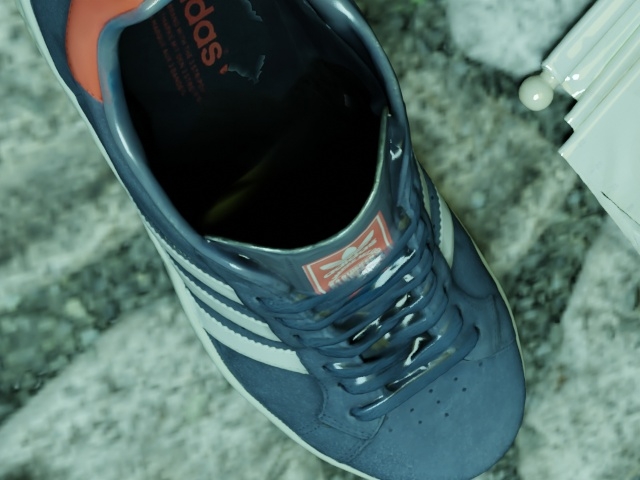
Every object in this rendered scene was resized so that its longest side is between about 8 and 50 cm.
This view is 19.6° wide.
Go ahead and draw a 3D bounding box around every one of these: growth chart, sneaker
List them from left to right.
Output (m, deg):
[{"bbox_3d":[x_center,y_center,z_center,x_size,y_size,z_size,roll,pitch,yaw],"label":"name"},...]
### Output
[{"bbox_3d":[0.000,0.000,0.755,0.131,0.148,0.350,-41,122,-5],"label":"sneaker"},{"bbox_3d":[0.200,-0.051,0.901,0.172,0.021,0.237,-41,121,-5],"label":"growth chart"}]
